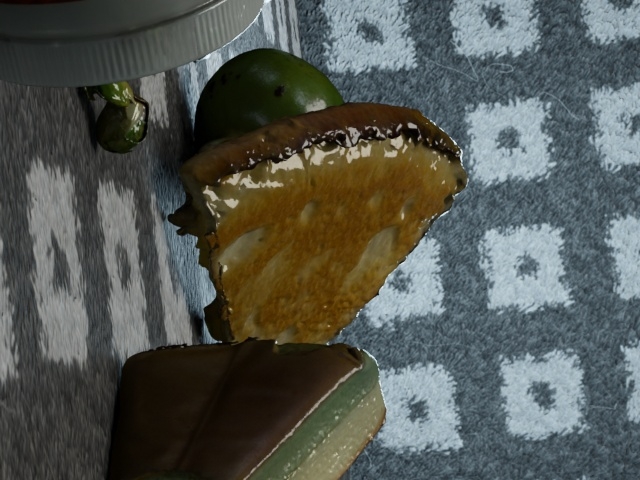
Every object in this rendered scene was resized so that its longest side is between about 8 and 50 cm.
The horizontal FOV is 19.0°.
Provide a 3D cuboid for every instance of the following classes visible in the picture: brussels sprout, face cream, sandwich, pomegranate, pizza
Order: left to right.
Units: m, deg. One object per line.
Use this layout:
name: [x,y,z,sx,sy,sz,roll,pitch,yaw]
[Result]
face cream: [-0.144,-0.219,1.185,0.201,0.201,0.187,-88,170,-60]
brussels sprout: [-0.172,-0.113,1.612,0.051,0.046,0.083,-44,142,-28]
sandwich: [-0.055,0.178,1.584,0.186,0.220,0.108,-91,174,-51]
pomegranate: [-0.067,-0.110,2.178,0.248,0.202,0.202,-41,130,-51]
pizza: [0.011,-0.026,2.130,0.080,0.392,0.435,41,-25,28]

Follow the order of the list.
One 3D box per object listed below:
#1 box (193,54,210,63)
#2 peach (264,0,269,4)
box: [-0.151,-0.333,2.187,0.201,0.042,0.212,78,8,-49]
peach: [-0.112,-0.319,1.837,0.235,0.214,0.214,-129,-152,-65]
